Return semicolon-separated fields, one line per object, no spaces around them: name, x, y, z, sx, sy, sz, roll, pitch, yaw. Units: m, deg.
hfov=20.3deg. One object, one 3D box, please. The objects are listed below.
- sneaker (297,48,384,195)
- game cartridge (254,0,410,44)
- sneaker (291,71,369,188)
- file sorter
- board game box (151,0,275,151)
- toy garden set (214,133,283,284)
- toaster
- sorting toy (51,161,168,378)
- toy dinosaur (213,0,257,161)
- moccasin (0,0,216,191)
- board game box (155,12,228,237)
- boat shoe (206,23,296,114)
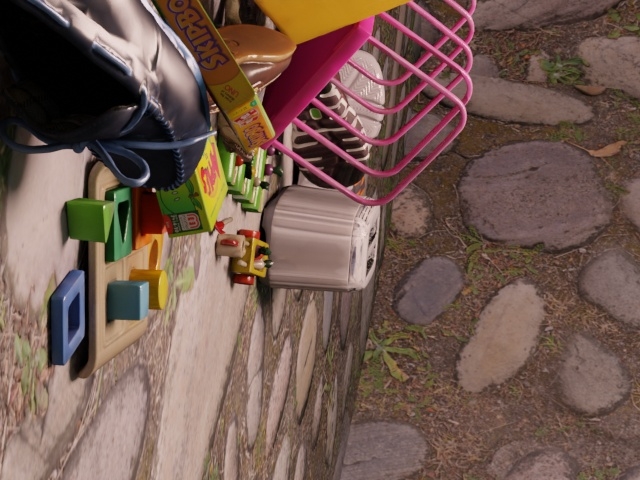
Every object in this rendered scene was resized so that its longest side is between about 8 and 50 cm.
sneaker;0.021;-0.144;2.690;0.180;0.124;0.321;-73;178;-73
game cartridge;0.039;-0.327;1.782;0.323;0.285;0.052;45;28;-64
sneaker;0.008;-0.210;2.442;0.281;0.106;0.162;73;17;-49
file sorter;0.067;-0.210;2.117;0.202;0.182;0.290;-45;-159;32
board game box;-0.118;-0.196;1.391;0.259;0.039;0.124;61;-1;12
toy garden set;-0.084;-0.056;2.158;0.244;0.049;0.204;48;49;-80
toaster;0.000;0.000;2.464;0.227;0.146;0.129;-53;148;-75
sorting toy;-0.168;0.015;1.602;0.348;0.047;0.196;-43;138;-79
toy dinosaur;-0.094;-0.222;1.945;0.118;0.064;0.268;87;7;-66
moccasin;-0.177;-0.118;1.230;0.342;0.138;0.117;58;41;-55
board game box;-0.131;-0.105;1.607;0.092;0.043;0.181;-77;155;-63
boat shoe;-0.097;-0.171;1.816;0.207;0.073;0.073;-24;138;-57
